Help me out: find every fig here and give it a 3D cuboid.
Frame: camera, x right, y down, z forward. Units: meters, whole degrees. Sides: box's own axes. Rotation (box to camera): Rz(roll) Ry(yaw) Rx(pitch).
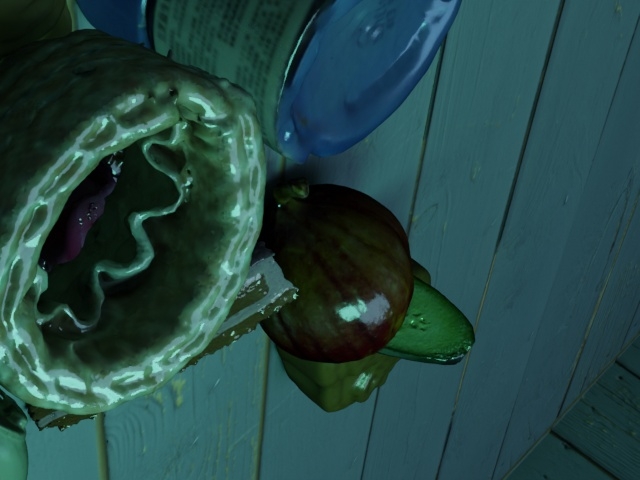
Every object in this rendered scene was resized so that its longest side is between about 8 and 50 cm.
[{"bbox_3d":[-0.010,0.008,1.678,0.249,0.186,0.203,52,36,-28],"label":"fig"}]

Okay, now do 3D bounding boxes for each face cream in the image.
[{"bbox_3d":[-0.030,-0.210,1.194,0.249,0.225,0.249,-43,157,-23],"label":"face cream"}]

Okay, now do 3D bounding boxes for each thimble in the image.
[{"bbox_3d":[-0.153,-0.016,0.975,0.196,0.148,0.229,9,102,-43],"label":"thimble"}]

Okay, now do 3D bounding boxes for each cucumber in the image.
[{"bbox_3d":[0.066,0.087,1.831,0.115,0.244,0.063,-59,165,-21],"label":"cucumber"}]

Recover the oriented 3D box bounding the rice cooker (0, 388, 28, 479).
[{"bbox_3d":[-0.374,0.155,0.902,0.325,0.335,0.335,-51,158,-6],"label":"rice cooker"}]

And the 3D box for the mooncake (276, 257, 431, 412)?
[{"bbox_3d":[0.052,0.107,1.995,0.235,0.117,0.234,-40,153,-25],"label":"mooncake"}]

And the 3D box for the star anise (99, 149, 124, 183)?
[{"bbox_3d":[-0.157,-0.075,1.367,0.168,0.057,0.168,-46,167,-14],"label":"star anise"}]

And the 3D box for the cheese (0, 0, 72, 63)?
[{"bbox_3d":[-0.267,-0.120,1.003,0.226,0.117,0.214,-46,162,-5],"label":"cheese"}]

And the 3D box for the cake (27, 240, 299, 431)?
[{"bbox_3d":[-0.175,0.082,1.550,0.295,0.113,0.116,-35,149,-14],"label":"cake"}]

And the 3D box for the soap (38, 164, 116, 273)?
[{"bbox_3d":[-0.236,0.010,1.196,0.099,0.162,0.250,-50,161,-27],"label":"soap"}]
